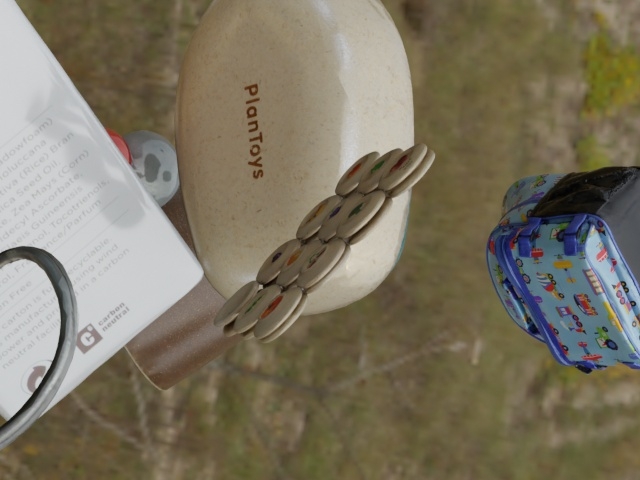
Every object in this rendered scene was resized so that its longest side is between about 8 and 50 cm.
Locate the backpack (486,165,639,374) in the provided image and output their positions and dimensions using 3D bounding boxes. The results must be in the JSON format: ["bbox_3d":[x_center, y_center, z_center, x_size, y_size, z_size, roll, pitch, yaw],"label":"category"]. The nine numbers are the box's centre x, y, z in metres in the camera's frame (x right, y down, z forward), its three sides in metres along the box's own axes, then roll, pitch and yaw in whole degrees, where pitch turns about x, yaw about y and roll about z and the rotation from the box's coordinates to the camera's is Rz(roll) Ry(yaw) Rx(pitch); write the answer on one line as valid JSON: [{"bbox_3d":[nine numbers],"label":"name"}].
[{"bbox_3d":[0.201,0.024,1.240,0.117,0.173,0.158,-41,114,-32],"label":"backpack"}]

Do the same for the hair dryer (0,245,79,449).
[{"bbox_3d":[-0.166,0.147,0.431,0.080,0.293,0.223,45,17,-17],"label":"hair dryer"}]

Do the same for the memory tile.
[{"bbox_3d":[0.000,0.000,0.901,0.148,0.012,0.113,-49,-166,-12],"label":"memory tile"}]

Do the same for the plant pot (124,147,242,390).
[{"bbox_3d":[-0.086,-0.008,1.428,0.215,0.230,0.215,64,3,-6],"label":"plant pot"}]

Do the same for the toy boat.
[{"bbox_3d":[-0.063,-0.073,1.159,0.148,0.318,0.267,11,76,-56],"label":"toy boat"}]

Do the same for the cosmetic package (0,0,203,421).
[{"bbox_3d":[-0.267,-0.112,0.888,0.161,0.230,0.453,-41,140,-8],"label":"cosmetic package"}]
